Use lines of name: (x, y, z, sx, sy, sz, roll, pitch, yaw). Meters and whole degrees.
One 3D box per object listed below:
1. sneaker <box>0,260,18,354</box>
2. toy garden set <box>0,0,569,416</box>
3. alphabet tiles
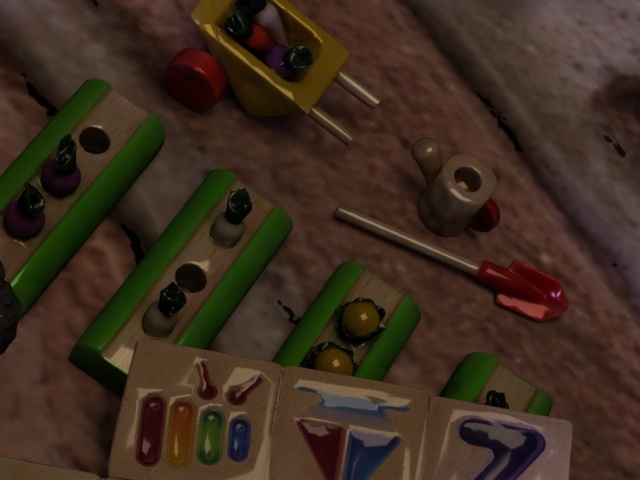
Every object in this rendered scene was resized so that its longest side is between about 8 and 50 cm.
sneaker: (-0.237, 0.002, 0.583, 0.262, 0.104, 0.125, 24, 61, 5)
toy garden set: (0.000, 0.000, 0.694, 0.244, 0.049, 0.204, 35, 55, 1)
alphabet tiles: (-0.013, 0.202, 0.552, 0.285, 0.011, 0.342, 11, 62, -1)
